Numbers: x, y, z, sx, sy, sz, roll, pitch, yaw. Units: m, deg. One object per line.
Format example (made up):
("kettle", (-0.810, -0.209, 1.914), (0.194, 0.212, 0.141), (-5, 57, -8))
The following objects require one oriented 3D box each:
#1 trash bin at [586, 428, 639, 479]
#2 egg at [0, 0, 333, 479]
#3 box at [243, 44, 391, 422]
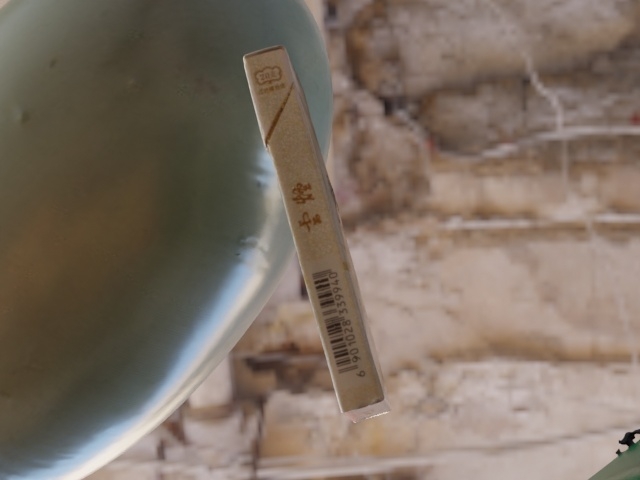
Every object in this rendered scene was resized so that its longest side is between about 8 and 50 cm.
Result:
("trash bin", (0.331, 0.158, 0.888), (0.259, 0.295, 0.381), (-29, 180, -37))
("egg", (-0.137, -0.011, 1.036), (0.230, 0.371, 0.230), (34, -176, -3))
("box", (0.000, 0.000, 0.818), (0.024, 0.167, 0.090), (-16, 170, 2))
